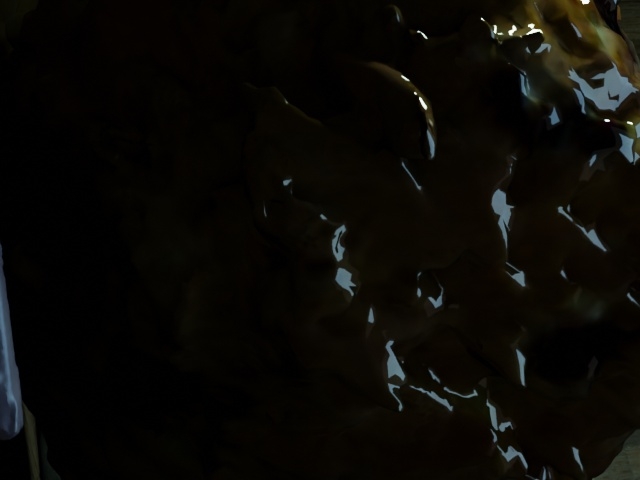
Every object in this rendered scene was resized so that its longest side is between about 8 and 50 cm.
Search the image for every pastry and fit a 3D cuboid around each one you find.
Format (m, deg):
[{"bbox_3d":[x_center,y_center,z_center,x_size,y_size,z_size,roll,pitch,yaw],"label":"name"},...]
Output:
[{"bbox_3d":[0.005,-0.005,0.630,0.337,0.292,0.405,-140,-136,-60],"label":"pastry"}]

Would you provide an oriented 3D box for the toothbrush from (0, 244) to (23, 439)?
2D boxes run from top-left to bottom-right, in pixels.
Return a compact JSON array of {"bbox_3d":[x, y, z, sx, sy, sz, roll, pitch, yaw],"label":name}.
[{"bbox_3d":[-0.107,-0.119,0.350,0.029,0.024,0.353,-115,-161,-80],"label":"toothbrush"}]

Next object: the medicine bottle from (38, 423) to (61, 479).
[{"bbox_3d":[-0.026,0.143,0.915,0.141,0.293,0.141,174,-90,-81],"label":"medicine bottle"}]
